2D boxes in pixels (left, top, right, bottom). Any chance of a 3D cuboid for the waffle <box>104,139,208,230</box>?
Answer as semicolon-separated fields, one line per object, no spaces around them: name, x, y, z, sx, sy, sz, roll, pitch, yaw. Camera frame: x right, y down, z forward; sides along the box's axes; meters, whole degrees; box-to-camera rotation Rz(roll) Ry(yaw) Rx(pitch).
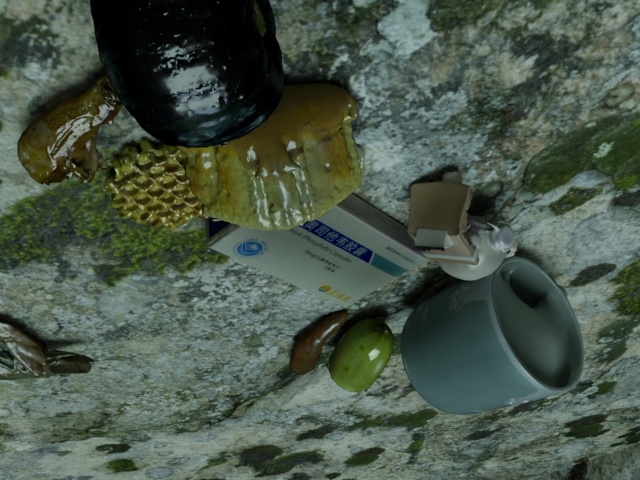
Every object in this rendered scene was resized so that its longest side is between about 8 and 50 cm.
waffle;-0.221;-0.080;0.995;0.191;0.038;0.191;-8;145;-6

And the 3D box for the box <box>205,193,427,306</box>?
box;0.000;0.000;1.143;0.200;0.065;0.343;-33;139;29

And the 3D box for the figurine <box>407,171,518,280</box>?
figurine;0.240;-0.012;1.154;0.163;0.141;0.237;-1;159;39

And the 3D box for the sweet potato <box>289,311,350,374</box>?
sweet potato;-0.020;0.232;1.475;0.078;0.058;0.255;-7;146;-34

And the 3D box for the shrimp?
shrimp;-0.583;0.203;1.266;0.318;0.077;0.168;7;139;-19

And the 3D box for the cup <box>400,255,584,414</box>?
cup;0.349;0.184;1.367;0.357;0.259;0.275;-26;175;-47

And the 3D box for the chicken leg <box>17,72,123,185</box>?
chicken leg;-0.295;-0.139;0.856;0.208;0.085;0.101;-37;104;23

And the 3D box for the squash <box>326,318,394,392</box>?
squash;0.098;0.236;1.457;0.123;0.123;0.186;3;143;-19

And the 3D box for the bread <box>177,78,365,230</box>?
bread;-0.061;-0.098;0.884;0.252;0.133;0.174;-11;121;-2

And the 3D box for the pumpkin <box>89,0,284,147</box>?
pumpkin;-0.128;-0.204;0.677;0.163;0.233;0.233;-11;145;10
